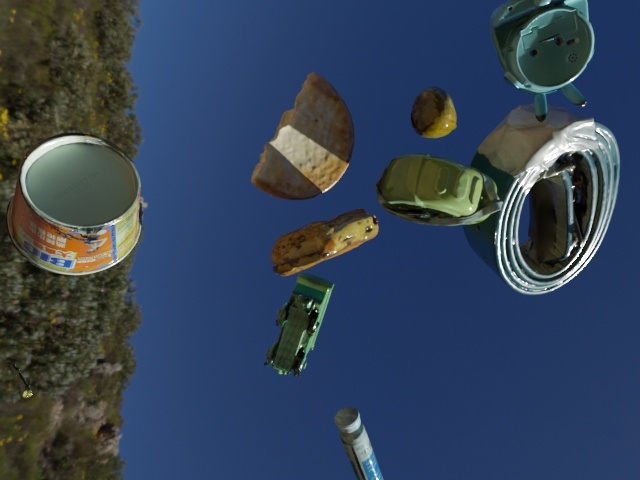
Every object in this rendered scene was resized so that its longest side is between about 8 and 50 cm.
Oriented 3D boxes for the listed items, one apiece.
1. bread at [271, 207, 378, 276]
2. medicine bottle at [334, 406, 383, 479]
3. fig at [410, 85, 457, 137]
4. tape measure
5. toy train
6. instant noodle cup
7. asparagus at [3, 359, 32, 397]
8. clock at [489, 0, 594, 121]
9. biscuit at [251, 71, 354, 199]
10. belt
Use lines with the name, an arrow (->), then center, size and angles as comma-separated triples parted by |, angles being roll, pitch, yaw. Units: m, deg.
bread -> 0.000, 0.000, 1.095 | 0.235, 0.211, 0.099 | -27, -94, 49
medicine bottle -> 0.076, 0.402, 0.864 | 0.051, 0.051, 0.191 | 5, -60, 47
fig -> 0.201, -0.210, 0.783 | 0.082, 0.098, 0.084 | -57, -158, 22
tape measure -> 0.183, -0.076, 0.750 | 0.200, 0.175, 0.106 | 15, -91, 57
toy train -> -0.064, 0.250, 1.338 | 0.120, 0.202, 0.300 | 20, -58, 6
instant noodle cup -> -0.540, -0.087, 1.028 | 0.214, 0.297, 0.296 | -38, -126, 55
asparagus -> -0.444, 0.200, 0.675 | 0.114, 0.015, 0.014 | 16, -129, 43
clock -> 0.272, -0.223, 0.549 | 0.108, 0.147, 0.045 | -19, -160, 12
biscuit -> -0.022, -0.225, 1.112 | 0.308, 0.205, 0.040 | -62, -158, -7
belt -> 0.481, -0.079, 1.023 | 0.173, 0.301, 0.436 | -123, -166, -57
